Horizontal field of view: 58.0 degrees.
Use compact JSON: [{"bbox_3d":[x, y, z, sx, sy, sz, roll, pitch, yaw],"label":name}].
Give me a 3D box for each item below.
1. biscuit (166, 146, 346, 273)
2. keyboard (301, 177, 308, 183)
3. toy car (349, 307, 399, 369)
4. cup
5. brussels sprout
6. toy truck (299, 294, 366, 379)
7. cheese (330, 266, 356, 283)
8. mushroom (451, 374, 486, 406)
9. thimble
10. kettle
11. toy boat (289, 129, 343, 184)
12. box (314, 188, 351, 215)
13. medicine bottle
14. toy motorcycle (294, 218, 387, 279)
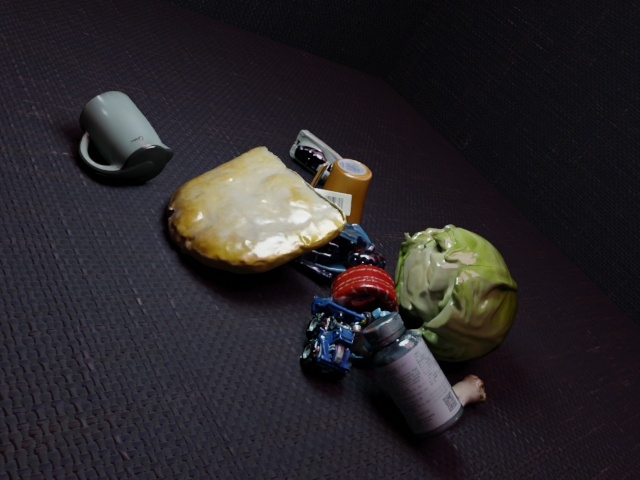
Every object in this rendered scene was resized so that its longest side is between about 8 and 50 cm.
[{"bbox_3d":[-0.189,-0.068,1.577,0.429,0.104,0.446,37,51,27],"label":"biscuit"},{"bbox_3d":[-0.140,-0.196,2.041,0.309,0.018,0.101,-4,48,-50],"label":"keyboard"},{"bbox_3d":[0.140,0.258,1.505,0.126,0.161,0.098,20,42,-29],"label":"toy car"},{"bbox_3d":[0.053,-0.141,1.931,0.226,0.264,0.182,35,34,25],"label":"cup"},{"bbox_3d":[0.428,0.159,1.757,0.361,0.342,0.425,16,44,-19],"label":"brussels sprout"},{"bbox_3d":[0.034,0.226,1.430,0.113,0.126,0.208,26,46,-20],"label":"toy truck"},{"bbox_3d":[0.100,0.120,1.780,0.171,0.047,0.092,14,37,-25],"label":"cheese"},{"bbox_3d":[0.385,0.435,1.590,0.209,0.071,0.084,-9,83,-49],"label":"mushroom"},{"bbox_3d":[0.115,0.162,1.593,0.125,0.189,0.163,-91,166,-58],"label":"thimble"},{"bbox_3d":[-0.554,-0.262,1.580,0.221,0.161,0.236,-30,68,-30],"label":"kettle"},{"bbox_3d":[-0.005,-0.303,2.236,0.269,0.141,0.141,47,30,17],"label":"toy boat"},{"bbox_3d":[-0.053,-0.121,1.807,0.256,0.069,0.164,5,0,43],"label":"box"},{"bbox_3d":[0.218,0.322,1.408,0.293,0.141,0.141,59,30,-1],"label":"medicine bottle"},{"bbox_3d":[0.000,0.000,1.762,0.416,0.172,0.232,16,16,-5],"label":"toy motorcycle"}]
